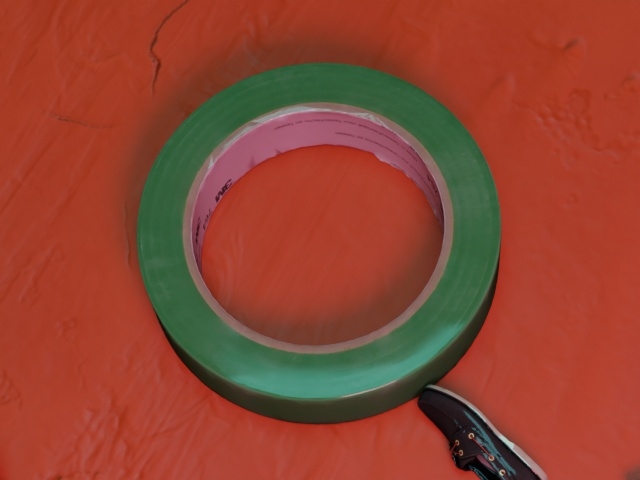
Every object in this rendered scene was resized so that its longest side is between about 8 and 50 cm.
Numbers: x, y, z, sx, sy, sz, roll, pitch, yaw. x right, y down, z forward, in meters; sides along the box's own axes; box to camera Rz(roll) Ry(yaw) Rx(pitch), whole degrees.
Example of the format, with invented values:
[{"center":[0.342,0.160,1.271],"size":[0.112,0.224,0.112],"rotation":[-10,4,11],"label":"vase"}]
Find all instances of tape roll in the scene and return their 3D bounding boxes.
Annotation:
[{"center":[0.000,0.000,1.579],"size":[0.321,0.077,0.321],"rotation":[-1,67,3],"label":"tape roll"}]

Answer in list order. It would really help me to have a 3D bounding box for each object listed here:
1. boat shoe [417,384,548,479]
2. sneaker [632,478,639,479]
[{"center":[0.131,0.175,1.511],"size":[0.133,0.049,0.042],"rotation":[42,68,14],"label":"boat shoe"},{"center":[0.310,0.249,1.466],"size":[0.070,0.051,0.134],"rotation":[-20,63,1],"label":"sneaker"}]
